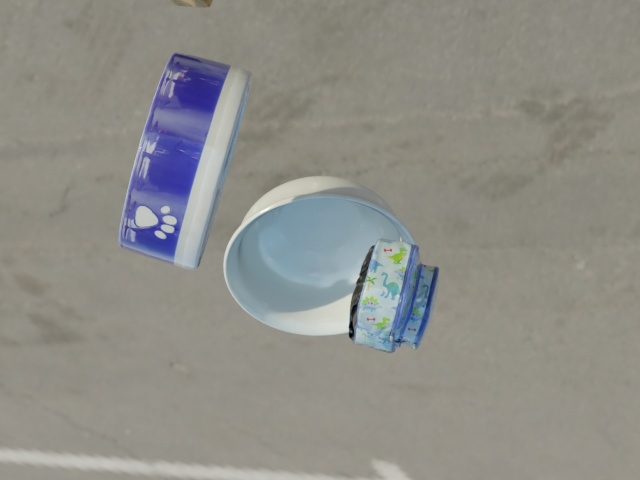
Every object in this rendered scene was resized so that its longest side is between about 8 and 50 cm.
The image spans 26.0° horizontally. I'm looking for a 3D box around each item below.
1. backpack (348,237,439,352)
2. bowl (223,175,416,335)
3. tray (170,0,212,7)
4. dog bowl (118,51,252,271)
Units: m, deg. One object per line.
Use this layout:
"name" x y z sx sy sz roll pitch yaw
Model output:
"backpack" 0.076 0.054 1.411 0.084 0.105 0.114 12 159 7
"bowl" 0.000 0.000 2.152 0.298 0.134 0.298 -1 133 -1
"tray" -0.245 -0.476 1.710 0.076 0.203 0.411 11 166 39
"dog bowl" -0.170 -0.101 1.758 0.104 0.265 0.265 16 150 -3
